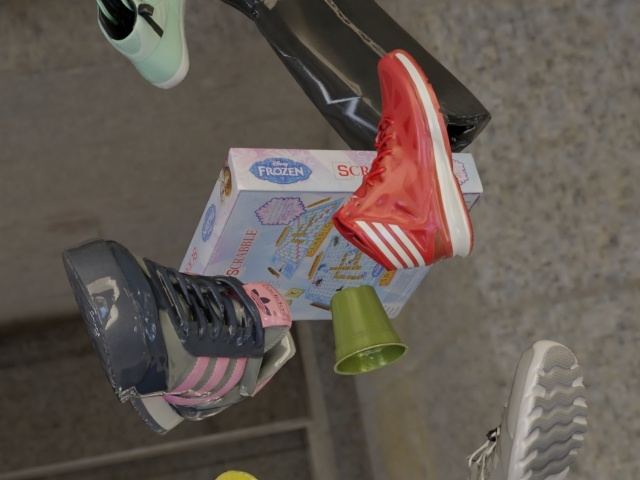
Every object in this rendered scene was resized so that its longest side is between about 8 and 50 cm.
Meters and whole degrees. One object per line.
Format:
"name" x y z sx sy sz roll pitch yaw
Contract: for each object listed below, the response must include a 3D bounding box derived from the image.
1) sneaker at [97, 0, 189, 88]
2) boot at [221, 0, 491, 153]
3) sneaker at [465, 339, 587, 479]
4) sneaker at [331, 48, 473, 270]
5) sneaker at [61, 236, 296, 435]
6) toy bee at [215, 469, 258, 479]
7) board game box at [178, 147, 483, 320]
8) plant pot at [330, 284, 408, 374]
"sneaker" -0.260 -0.354 1.987 0.094 0.256 0.151 -24 149 16
"boot" 0.083 -0.310 1.986 0.367 0.445 0.146 -31 155 -31
"sneaker" 0.198 0.234 1.489 0.105 0.281 0.115 -3 -160 -42
"sneaker" 0.063 -0.075 1.390 0.128 0.221 0.087 -16 167 -6
"sneaker" -0.089 0.051 0.967 0.131 0.112 0.319 -21 167 -3
"toy bee" -0.064 0.287 1.121 0.162 0.195 0.298 -3 167 2
"board game box" 0.000 0.000 1.793 0.318 0.066 0.319 0 147 -22
"plant pot" 0.044 0.093 1.518 0.083 0.079 0.083 -15 158 -6
